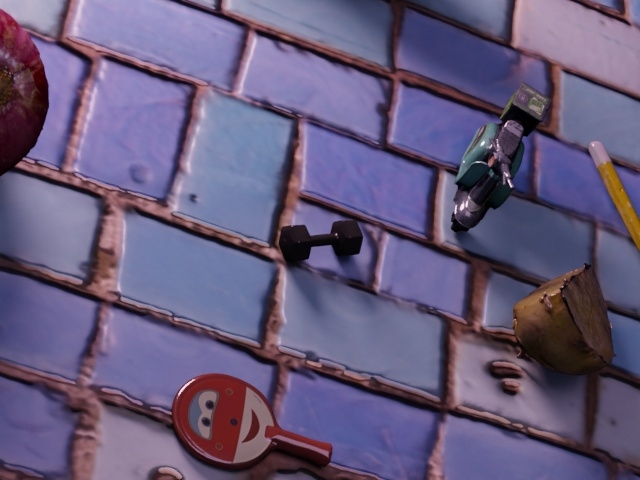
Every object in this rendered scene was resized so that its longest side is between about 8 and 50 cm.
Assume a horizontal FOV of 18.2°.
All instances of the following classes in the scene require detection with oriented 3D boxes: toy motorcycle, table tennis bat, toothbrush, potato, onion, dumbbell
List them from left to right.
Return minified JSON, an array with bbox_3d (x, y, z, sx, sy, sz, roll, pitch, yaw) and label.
[{"bbox_3d":[-0.334,-0.134,1.817,0.177,0.153,0.177,26,47,-32],"label":"onion"},{"bbox_3d":[-0.063,0.174,1.824,0.155,0.019,0.098,20,50,-11],"label":"table tennis bat"},{"bbox_3d":[0.000,0.000,1.968,0.083,0.036,0.040,-5,60,-31],"label":"dumbbell"},{"bbox_3d":[0.181,-0.080,2.081,0.058,0.100,0.173,32,47,-4],"label":"toy motorcycle"},{"bbox_3d":[0.239,0.090,2.017,0.100,0.089,0.172,63,18,-3],"label":"potato"},{"bbox_3d":[0.352,0.012,2.160,0.021,0.024,0.288,-4,57,-33],"label":"toothbrush"}]
